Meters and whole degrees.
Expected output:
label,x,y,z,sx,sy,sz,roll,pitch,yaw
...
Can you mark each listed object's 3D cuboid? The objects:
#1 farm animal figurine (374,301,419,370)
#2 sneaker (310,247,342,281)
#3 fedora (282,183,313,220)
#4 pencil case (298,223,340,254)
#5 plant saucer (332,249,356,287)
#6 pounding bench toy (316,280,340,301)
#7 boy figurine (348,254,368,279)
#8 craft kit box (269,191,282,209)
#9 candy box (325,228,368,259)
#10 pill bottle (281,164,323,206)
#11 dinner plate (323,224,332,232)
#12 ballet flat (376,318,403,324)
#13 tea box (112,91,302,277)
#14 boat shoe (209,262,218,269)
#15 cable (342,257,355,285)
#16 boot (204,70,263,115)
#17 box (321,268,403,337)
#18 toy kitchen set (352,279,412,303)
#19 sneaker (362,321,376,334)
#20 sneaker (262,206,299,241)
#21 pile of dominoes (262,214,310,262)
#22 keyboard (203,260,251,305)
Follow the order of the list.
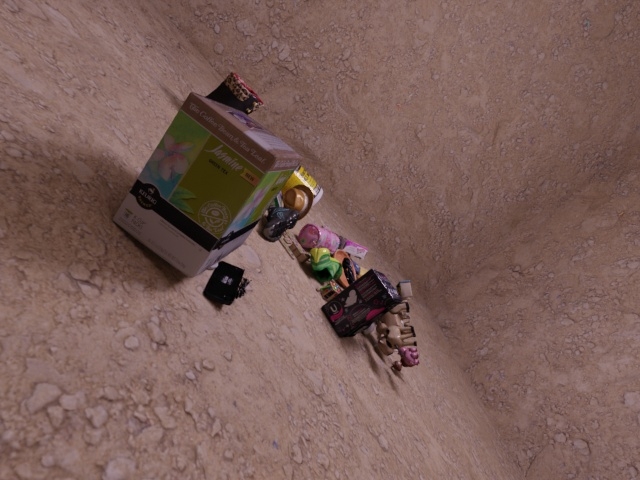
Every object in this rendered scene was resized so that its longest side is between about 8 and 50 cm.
label,x,y,z,sx,sy,sz,roll,pitch,yaw
farm animal figurine,0.303,0.388,1.686,0.330,0.172,0.327,70,14,-51
sneaker,0.016,0.125,1.741,0.295,0.109,0.124,47,47,-61
fedora,-0.124,-0.191,1.924,0.079,0.194,0.194,26,27,-51
pencil case,0.000,0.000,1.948,0.124,0.124,0.284,56,12,21
plant saucer,0.111,0.143,1.986,0.200,0.037,0.200,39,39,-41
pounding bench toy,0.032,0.198,1.613,0.083,0.065,0.052,40,16,-37
boy figurine,0.223,0.197,2.225,0.285,0.092,0.177,46,12,-23
craft kit box,-0.234,-0.281,1.848,0.247,0.061,0.250,-107,-178,-65
candy box,0.126,0.019,2.169,0.159,0.071,0.233,23,3,-34
pill bottle,-0.157,-0.322,2.158,0.334,0.188,0.188,46,13,-20
dinner plate,0.058,-0.040,2.494,0.141,0.017,0.141,48,14,-15
ballet flat,0.299,0.355,2.012,0.348,0.123,0.123,45,14,-25
tea box,-0.239,-0.134,0.957,0.220,0.323,0.329,36,14,-2
boat shoe,-0.287,0.046,1.008,0.100,0.035,0.035,30,24,-57
cable,0.130,0.163,1.797,0.150,0.047,0.185,-93,170,-68
boot,-0.362,-0.515,1.770,0.377,0.284,0.138,45,14,-23
box,0.158,0.238,1.518,0.142,0.247,0.163,57,14,23
toy kitchen set,0.245,0.197,1.624,0.166,0.207,0.122,88,-8,-71
sneaker,0.177,0.296,1.790,0.163,0.086,0.226,52,13,-8
sneaker,-0.178,-0.073,1.610,0.106,0.101,0.267,28,23,9
pile of dominoes,-0.129,-0.014,1.718,0.251,0.040,0.196,54,13,13
keyboard,-0.235,0.119,1.023,0.100,0.038,0.192,24,19,-9
